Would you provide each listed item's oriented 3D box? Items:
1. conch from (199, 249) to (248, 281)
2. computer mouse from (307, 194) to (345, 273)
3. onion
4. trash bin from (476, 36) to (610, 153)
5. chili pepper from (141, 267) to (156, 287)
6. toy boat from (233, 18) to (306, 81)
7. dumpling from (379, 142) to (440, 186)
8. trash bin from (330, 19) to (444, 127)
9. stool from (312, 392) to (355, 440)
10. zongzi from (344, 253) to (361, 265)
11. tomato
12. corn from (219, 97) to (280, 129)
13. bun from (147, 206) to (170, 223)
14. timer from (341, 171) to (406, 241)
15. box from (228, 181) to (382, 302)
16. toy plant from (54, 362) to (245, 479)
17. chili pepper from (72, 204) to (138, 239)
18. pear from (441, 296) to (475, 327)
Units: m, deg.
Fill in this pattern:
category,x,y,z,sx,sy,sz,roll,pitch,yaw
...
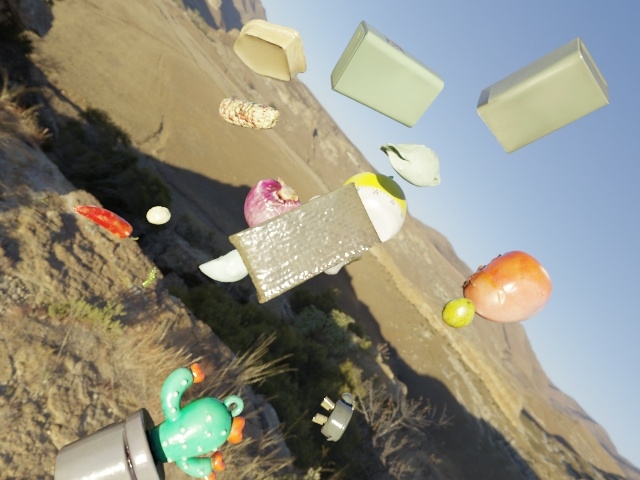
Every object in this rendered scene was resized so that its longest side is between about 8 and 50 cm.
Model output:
category,x,y,z,sx,sy,sz,roll,pitch,yaw
conch,-0.367,0.101,1.601,0.185,0.221,0.120,18,64,-47
computer mouse,0.000,0.000,1.164,0.184,0.121,0.296,54,-24,13
onion,-0.224,-0.072,1.676,0.267,0.348,0.159,43,40,-1
trash bin,0.539,-0.345,1.004,0.164,0.241,0.122,45,49,-20
chili pepper,-0.649,0.143,1.566,0.027,0.083,0.022,29,-29,-6
toy boat,-0.132,-0.458,0.988,0.189,0.061,0.116,25,-25,22
dumpling,0.253,-0.220,1.113,0.219,0.108,0.152,30,30,-44
trash bin,0.237,-0.581,1.467,0.344,0.222,0.158,20,39,-22
stool,0.059,0.758,1.791,0.139,0.153,0.228,30,16,9
zongzi,0.150,0.024,2.155,0.112,0.241,0.221,33,35,28
tomato,0.779,0.209,1.709,0.272,0.341,0.341,54,10,27
corn,-0.230,-0.406,1.330,0.254,0.086,0.086,22,-9,35
bun,-0.614,-0.101,1.562,0.086,0.054,0.086,9,29,-5
timer,0.197,-0.153,1.520,0.285,0.285,0.285,50,10,-11
box,-0.037,-0.001,0.863,0.143,0.274,0.184,65,-7,-4
toy plant,-0.372,0.462,0.956,0.185,0.401,0.279,118,-46,-64
chili pepper,-0.752,-0.064,1.470,0.272,0.064,0.071,47,46,-53
pear,0.493,0.261,1.477,0.107,0.131,0.107,25,32,-17
